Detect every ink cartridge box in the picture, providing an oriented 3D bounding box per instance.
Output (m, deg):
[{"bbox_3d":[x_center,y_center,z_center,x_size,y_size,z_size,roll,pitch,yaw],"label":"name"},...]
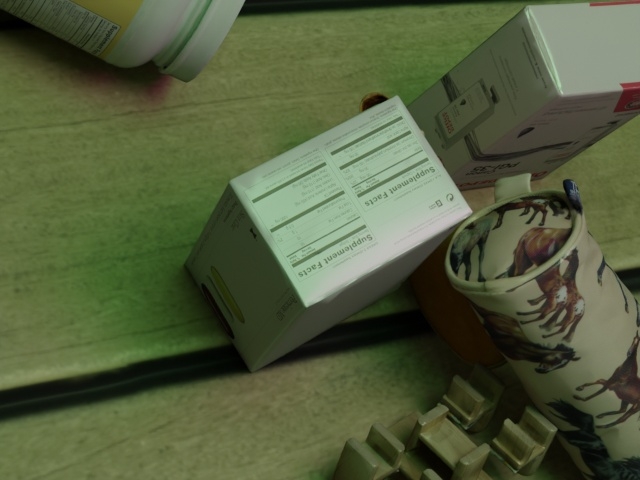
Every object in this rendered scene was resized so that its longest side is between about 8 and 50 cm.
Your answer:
[{"bbox_3d":[0.255,-0.167,1.940,0.207,0.283,0.117,-9,73,-34],"label":"ink cartridge box"}]

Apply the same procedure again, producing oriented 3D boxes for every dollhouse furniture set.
[{"bbox_3d":[0.156,0.291,1.750,0.212,0.161,0.242,-27,58,-38],"label":"dollhouse furniture set"}]

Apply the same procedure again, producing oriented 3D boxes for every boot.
[{"bbox_3d":[0.120,-0.009,1.817,0.104,0.211,0.295,-27,65,6],"label":"boot"}]

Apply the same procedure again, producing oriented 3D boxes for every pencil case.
[{"bbox_3d":[0.297,0.120,1.795,0.410,0.160,0.183,53,44,-30],"label":"pencil case"}]

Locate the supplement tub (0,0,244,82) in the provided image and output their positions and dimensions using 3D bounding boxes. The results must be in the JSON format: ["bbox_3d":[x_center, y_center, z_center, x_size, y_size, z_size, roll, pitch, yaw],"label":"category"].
[{"bbox_3d":[-0.245,-0.332,1.760,0.331,0.241,0.241,26,54,-16],"label":"supplement tub"}]

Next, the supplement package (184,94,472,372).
[{"bbox_3d":[0.000,0.000,1.681,0.204,0.262,0.145,-29,80,-21],"label":"supplement package"}]

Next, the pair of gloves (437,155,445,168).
[{"bbox_3d":[0.119,-0.044,1.739,0.074,0.010,0.083,-34,107,-47],"label":"pair of gloves"}]
